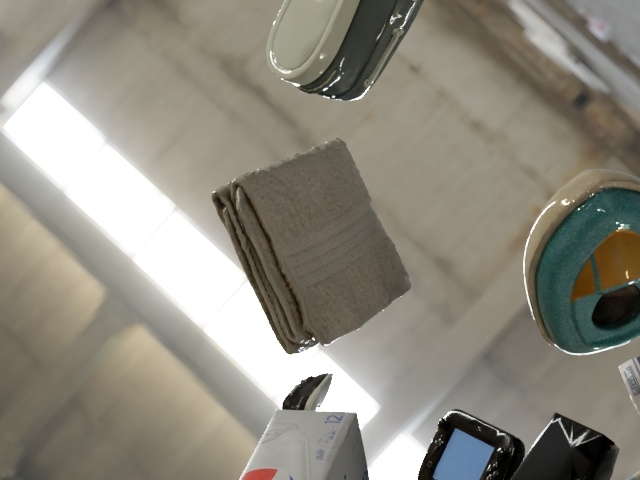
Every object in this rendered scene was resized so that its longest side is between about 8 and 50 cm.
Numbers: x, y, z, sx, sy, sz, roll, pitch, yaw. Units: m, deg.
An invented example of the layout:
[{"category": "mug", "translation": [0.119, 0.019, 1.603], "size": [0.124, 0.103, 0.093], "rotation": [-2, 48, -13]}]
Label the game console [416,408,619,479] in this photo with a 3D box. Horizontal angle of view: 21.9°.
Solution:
[{"category": "game console", "translation": [0.182, 0.270, 1.767], "size": [0.044, 0.213, 0.361], "rotation": [36, 174, -17]}]

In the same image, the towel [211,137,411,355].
[{"category": "towel", "translation": [0.000, 0.000, 1.671], "size": [0.187, 0.049, 0.282], "rotation": [66, -153, -3]}]

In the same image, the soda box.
[{"category": "soda box", "translation": [-0.036, 0.278, 1.565], "size": [0.286, 0.091, 0.098], "rotation": [-60, -36, -55]}]

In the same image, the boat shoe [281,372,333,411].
[{"category": "boat shoe", "translation": [-0.015, 0.180, 1.942], "size": [0.038, 0.046, 0.125], "rotation": [19, -161, 9]}]

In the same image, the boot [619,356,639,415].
[{"category": "boot", "translation": [0.346, 0.143, 1.586], "size": [0.190, 0.086, 0.069], "rotation": [40, -152, -68]}]

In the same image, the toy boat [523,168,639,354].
[{"category": "toy boat", "translation": [0.395, 0.013, 1.933], "size": [0.267, 0.318, 0.148], "rotation": [73, 174, -45]}]

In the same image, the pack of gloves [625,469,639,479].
[{"category": "pack of gloves", "translation": [0.226, 0.221, 1.240], "size": [0.046, 0.232, 0.195], "rotation": [65, -177, 23]}]

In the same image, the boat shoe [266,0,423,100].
[{"category": "boat shoe", "translation": [0.070, -0.270, 1.500], "size": [0.099, 0.319, 0.116], "rotation": [27, -173, -41]}]
